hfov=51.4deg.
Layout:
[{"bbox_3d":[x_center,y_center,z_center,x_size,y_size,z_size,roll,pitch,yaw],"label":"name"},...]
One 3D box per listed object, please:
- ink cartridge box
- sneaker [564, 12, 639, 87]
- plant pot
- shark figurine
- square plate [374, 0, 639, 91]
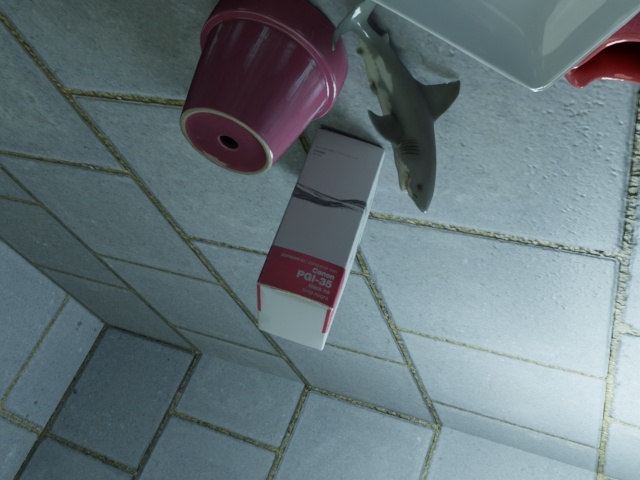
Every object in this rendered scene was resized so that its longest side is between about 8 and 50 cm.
[{"bbox_3d":[0.000,0.000,1.046,0.117,0.283,0.207,18,154,5],"label":"ink cartridge box"},{"bbox_3d":[0.358,-0.173,0.571,0.313,0.136,0.116,8,151,31],"label":"sneaker"},{"bbox_3d":[-0.085,-0.194,0.867,0.201,0.180,0.201,19,153,10],"label":"plant pot"},{"bbox_3d":[0.112,-0.194,0.829,0.116,0.166,0.278,-16,121,18],"label":"shark figurine"},{"bbox_3d":[0.153,-0.282,0.427,0.347,0.049,0.344,18,140,-29],"label":"square plate"}]
